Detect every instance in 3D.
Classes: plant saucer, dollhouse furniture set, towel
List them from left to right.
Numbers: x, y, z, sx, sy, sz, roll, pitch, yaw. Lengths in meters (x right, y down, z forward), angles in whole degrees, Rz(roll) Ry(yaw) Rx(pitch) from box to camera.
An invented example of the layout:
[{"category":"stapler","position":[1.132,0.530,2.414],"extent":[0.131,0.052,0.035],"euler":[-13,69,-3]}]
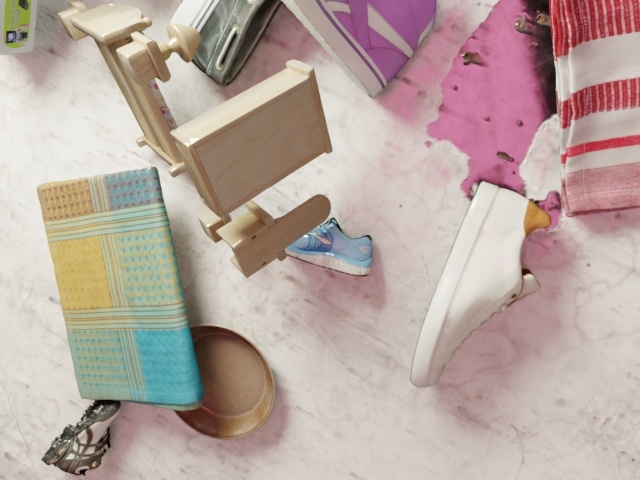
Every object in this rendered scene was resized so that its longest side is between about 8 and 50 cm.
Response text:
[{"category":"towel","position":[-0.318,0.081,0.827],"extent":[0.271,0.040,0.370],"euler":[-3,100,28]},{"category":"dollhouse furniture set","position":[-0.161,-0.175,0.722],"extent":[0.355,0.173,0.303],"euler":[38,154,42]},{"category":"plant saucer","position":[-0.161,0.223,0.845],"extent":[0.198,0.036,0.199],"euler":[3,102,15]},{"category":"towel","position":[0.374,-0.178,0.549],"extent":[0.237,0.037,0.329],"euler":[-7,122,20]}]

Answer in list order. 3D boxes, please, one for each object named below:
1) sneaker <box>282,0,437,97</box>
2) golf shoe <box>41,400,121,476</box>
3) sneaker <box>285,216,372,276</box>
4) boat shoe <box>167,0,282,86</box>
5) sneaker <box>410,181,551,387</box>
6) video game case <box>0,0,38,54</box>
[{"category":"sneaker","position":[0.033,-0.307,0.587],"extent":[0.161,0.282,0.102],"euler":[-44,49,12]},{"category":"golf shoe","position":[-0.396,0.346,0.922],"extent":[0.094,0.077,0.198],"euler":[44,114,-13]},{"category":"sneaker","position":[0.000,0.000,0.752],"extent":[0.162,0.063,0.073],"euler":[15,87,8]},{"category":"boat shoe","position":[-0.058,-0.342,0.665],"extent":[0.119,0.121,0.335],"euler":[44,120,-5]},{"category":"sneaker","position":[0.207,0.080,0.679],"extent":[0.123,0.106,0.290],"euler":[22,105,12]},{"category":"video game case","position":[-0.475,-0.437,0.699],"extent":[0.269,0.061,0.244],"euler":[49,134,10]}]
